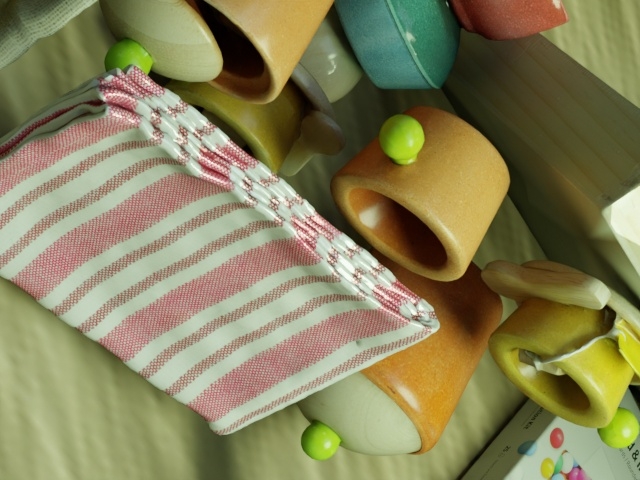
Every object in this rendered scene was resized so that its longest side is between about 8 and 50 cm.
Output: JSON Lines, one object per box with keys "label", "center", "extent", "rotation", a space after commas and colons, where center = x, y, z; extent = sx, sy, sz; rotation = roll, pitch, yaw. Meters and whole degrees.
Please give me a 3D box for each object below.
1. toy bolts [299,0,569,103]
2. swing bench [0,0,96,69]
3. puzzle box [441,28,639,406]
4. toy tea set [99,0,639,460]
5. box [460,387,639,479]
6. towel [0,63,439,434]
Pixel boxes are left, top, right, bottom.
{"label": "toy bolts", "center": [0.012, -0.183, 0.956], "extent": [0.218, 0.158, 0.228], "rotation": [-60, 127, -76]}
{"label": "swing bench", "center": [-0.114, -0.205, 0.676], "extent": [0.165, 0.253, 0.255], "rotation": [56, 6, 15]}
{"label": "puzzle box", "center": [0.206, 0.069, 1.021], "extent": [0.052, 0.272, 0.409], "rotation": [-36, 118, -1]}
{"label": "toy tea set", "center": [0.000, 0.000, 0.881], "extent": [0.336, 0.200, 0.124], "rotation": [47, 68, -24]}
{"label": "box", "center": [0.135, 0.177, 1.102], "extent": [0.186, 0.038, 0.145], "rotation": [-45, 119, -33]}
{"label": "towel", "center": [-0.064, 0.014, 0.835], "extent": [0.197, 0.144, 0.029], "rotation": [39, 43, -25]}
